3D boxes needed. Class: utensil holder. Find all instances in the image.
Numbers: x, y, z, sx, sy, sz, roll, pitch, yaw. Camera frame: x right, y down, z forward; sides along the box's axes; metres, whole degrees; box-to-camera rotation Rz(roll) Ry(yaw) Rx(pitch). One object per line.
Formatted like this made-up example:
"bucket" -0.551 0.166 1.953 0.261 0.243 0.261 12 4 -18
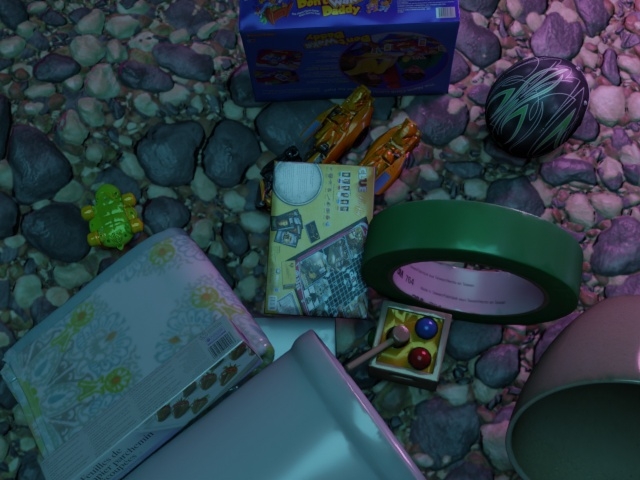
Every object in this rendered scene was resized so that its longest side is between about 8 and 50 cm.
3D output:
"utensil holder" -0.067 0.364 1.309 0.385 0.327 0.327 -38 72 -3

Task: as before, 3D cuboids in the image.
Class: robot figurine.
"robot figurine" 0.024 -0.115 1.629 0.211 0.085 0.291 37 75 14

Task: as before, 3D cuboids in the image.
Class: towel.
"towel" -0.285 0.185 1.467 0.374 0.090 0.320 -39 51 -3

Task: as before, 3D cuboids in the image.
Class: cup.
"cup" 0.447 0.217 1.389 0.331 0.331 0.237 14 46 8

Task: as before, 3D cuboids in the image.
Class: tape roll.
"tape roll" 0.222 0.039 1.436 0.321 0.321 0.077 10 71 6

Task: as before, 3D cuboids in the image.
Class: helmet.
"helmet" 0.358 -0.225 1.615 0.169 0.161 0.169 -1 69 2

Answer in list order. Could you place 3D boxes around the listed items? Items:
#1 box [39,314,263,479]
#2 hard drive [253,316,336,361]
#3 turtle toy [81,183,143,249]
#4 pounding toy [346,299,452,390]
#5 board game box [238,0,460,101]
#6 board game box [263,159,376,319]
"box" -0.226 0.231 1.308 0.324 0.063 0.067 -40 46 -4
"hard drive" -0.127 0.224 1.533 0.307 0.040 0.203 -2 69 2
"turtle toy" -0.348 -0.040 1.628 0.095 0.066 0.130 -17 69 -4
"pounding toy" 0.122 0.166 1.510 0.141 0.100 0.130 12 70 7
"board game box" 0.049 -0.328 1.631 0.347 0.233 0.078 -2 69 1
"board game box" 0.000 0.000 1.534 0.165 0.042 0.243 4 85 1
